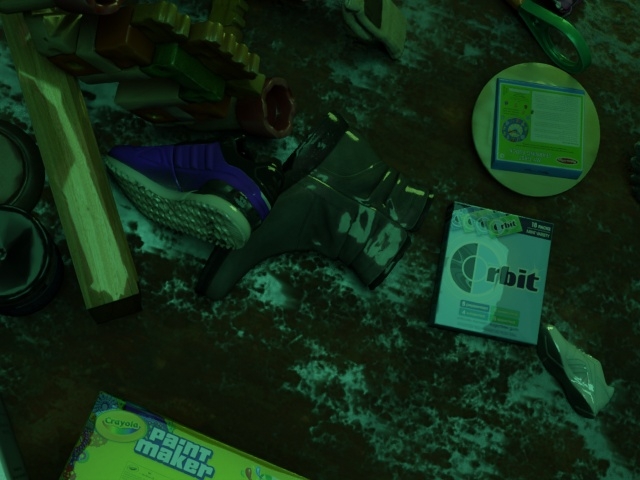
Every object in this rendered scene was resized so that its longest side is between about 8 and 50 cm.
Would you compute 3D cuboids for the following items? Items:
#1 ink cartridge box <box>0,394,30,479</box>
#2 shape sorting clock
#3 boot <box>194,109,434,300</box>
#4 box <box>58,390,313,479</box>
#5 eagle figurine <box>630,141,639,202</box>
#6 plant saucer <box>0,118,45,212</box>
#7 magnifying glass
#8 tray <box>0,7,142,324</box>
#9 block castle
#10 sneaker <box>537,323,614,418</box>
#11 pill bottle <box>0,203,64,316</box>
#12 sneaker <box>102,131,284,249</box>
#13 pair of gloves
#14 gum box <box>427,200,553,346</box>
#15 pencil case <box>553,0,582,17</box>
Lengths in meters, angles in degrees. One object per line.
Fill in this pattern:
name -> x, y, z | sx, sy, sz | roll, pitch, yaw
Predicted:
ink cartridge box -> -0.571, 0.184, 1.272 | 0.285, 0.166, 0.395 | -20, 83, -12
shape sorting clock -> 0.326, -0.168, 1.538 | 0.206, 0.040, 0.206 | 2, 80, -12
boot -> 0.000, 0.000, 1.426 | 0.222, 0.118, 0.338 | 41, 81, -5
box -> -0.168, 0.324, 1.252 | 0.290, 0.279, 0.177 | 24, 77, -5
eagle figurine -> 0.624, -0.056, 1.483 | 0.298, 0.226, 0.225 | 14, 41, -22
plant saucer -> -0.471, -0.094, 1.410 | 0.168, 0.029, 0.168 | 2, 79, -9
magnifying glass -> 0.326, -0.344, 1.556 | 0.026, 0.092, 0.231 | -38, 77, -9
tray -> -0.326, -0.103, 1.343 | 0.076, 0.203, 0.411 | -18, 83, -12
block castle -> -0.169, -0.330, 1.281 | 0.213, 0.453, 0.303 | 1, 74, 31
sneaker -> 0.371, 0.183, 1.481 | 0.061, 0.053, 0.152 | -33, 92, -22
pill bottle -> -0.395, 0.033, 1.300 | 0.122, 0.219, 0.123 | 2, 79, -8
sneaker -> -0.162, -0.090, 1.371 | 0.293, 0.102, 0.146 | 22, 62, 37
pair of gloves -> 0.076, -0.402, 1.477 | 0.042, 0.204, 0.240 | 0, 81, 27
gum box -> 0.251, 0.050, 1.487 | 0.157, 0.041, 0.184 | 12, 77, -6
pencil case -> 0.326, -0.439, 1.564 | 0.209, 0.095, 0.098 | 36, 84, 1
